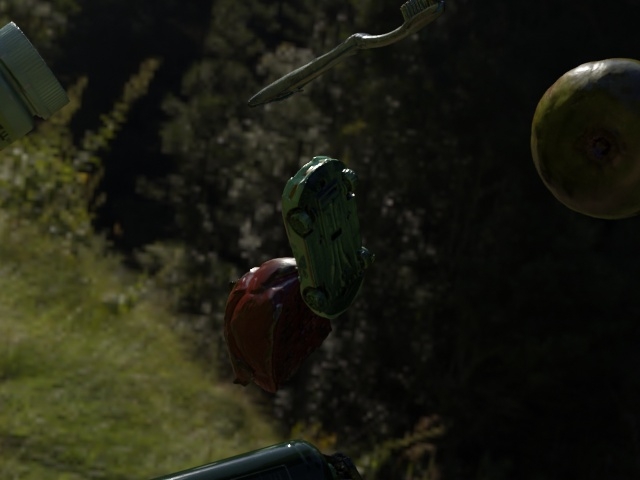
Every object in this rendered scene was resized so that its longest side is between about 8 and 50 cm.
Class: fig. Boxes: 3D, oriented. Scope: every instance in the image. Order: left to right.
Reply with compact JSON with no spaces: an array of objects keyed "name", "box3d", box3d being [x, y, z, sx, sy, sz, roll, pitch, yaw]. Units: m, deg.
[{"name":"fig","box3d":[0.295,-0.100,1.338,0.151,0.151,0.259,14,11,23]}]

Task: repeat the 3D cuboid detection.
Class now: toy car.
[{"name":"toy car","box3d":[0.000,0.000,1.398,0.058,0.186,0.093,21,50,32]}]

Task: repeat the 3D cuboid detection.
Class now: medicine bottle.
[{"name":"medicine bottle","box3d":[-0.563,-0.188,2.144,0.318,0.158,0.158,-36,24,-8]}]

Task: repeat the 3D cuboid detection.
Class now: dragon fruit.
[{"name":"dragon fruit","box3d":[-0.078,0.092,1.665,0.161,0.127,0.120,9,38,42]}]

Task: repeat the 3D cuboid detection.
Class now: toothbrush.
[{"name":"toothbrush","box3d":[0.021,-0.233,1.764,0.035,0.042,0.413,-13,-6,-38]}]

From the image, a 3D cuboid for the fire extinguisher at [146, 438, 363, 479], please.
[{"name":"fire extinguisher","box3d":[-0.085,0.269,1.395,0.311,0.114,0.095,-13,44,-24]}]
